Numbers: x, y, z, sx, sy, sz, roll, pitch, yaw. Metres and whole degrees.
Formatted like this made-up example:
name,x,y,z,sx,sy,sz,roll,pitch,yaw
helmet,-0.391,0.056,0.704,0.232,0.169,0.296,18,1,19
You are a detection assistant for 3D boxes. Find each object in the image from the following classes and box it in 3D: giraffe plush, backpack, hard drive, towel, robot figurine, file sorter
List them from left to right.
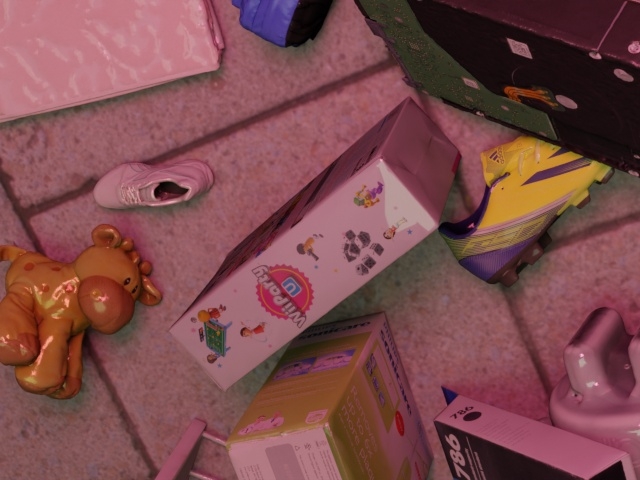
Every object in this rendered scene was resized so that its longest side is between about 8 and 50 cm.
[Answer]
name,x,y,z,sx,sy,sz,roll,pitch,yaw
towel,-0.292,-0.319,1.296,0.317,0.053,0.331,-10,107,17
giraffe plush,-0.289,0.071,1.397,0.171,0.181,0.210,-17,70,10
file sorter,-0.148,0.410,1.447,0.173,0.193,0.277,21,114,4
backpack,-0.042,-0.255,1.213,0.101,0.120,0.097,22,114,7
hard drive,0.196,-0.168,1.069,0.339,0.237,0.064,25,79,31
robot figurine,0.368,0.244,1.240,0.300,0.200,0.353,-9,108,39

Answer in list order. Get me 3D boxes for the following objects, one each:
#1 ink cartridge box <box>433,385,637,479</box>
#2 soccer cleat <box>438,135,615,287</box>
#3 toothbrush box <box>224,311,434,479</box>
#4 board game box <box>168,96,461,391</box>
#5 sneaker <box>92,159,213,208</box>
name,x,y,z,sx,sy,sz,roll,pitch,yaw
ink cartridge box,0.221,0.271,1.247,0.065,0.333,0.165,-26,105,-22
soccer cleat,0.235,-0.078,1.220,0.121,0.093,0.289,39,114,6
toothbrush box,0.022,0.235,1.285,0.122,0.283,0.206,-14,105,18
board game box,0.000,0.000,1.240,0.303,0.224,0.097,-39,98,24
sneaker,-0.206,-0.063,1.361,0.152,0.061,0.053,-8,109,19
